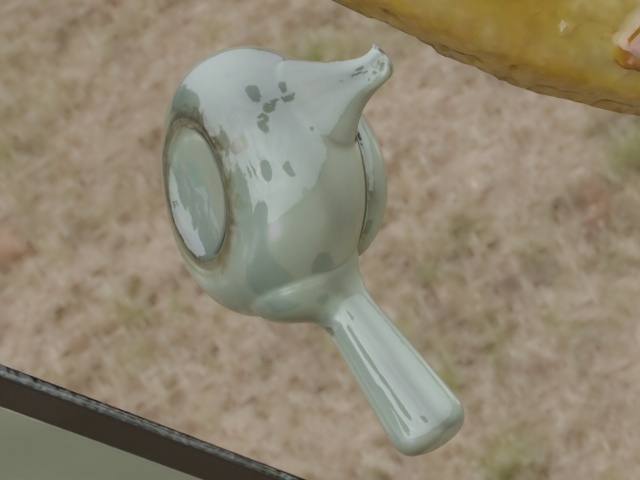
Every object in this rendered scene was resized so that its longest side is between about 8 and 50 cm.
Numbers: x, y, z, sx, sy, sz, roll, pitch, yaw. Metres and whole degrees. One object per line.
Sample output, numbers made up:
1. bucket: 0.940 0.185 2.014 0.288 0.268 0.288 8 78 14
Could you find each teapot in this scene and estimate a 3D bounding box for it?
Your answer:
1. teapot: -0.015 0.007 1.370 0.149 0.318 0.220 -13 6 -26

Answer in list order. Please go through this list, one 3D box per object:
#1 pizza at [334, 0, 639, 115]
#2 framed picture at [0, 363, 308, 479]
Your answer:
1. pizza: 0.066 -0.147 0.440 0.086 0.335 0.226 136 154 -73
2. framed picture: -0.206 0.188 1.303 0.265 0.347 0.016 -42 37 38
